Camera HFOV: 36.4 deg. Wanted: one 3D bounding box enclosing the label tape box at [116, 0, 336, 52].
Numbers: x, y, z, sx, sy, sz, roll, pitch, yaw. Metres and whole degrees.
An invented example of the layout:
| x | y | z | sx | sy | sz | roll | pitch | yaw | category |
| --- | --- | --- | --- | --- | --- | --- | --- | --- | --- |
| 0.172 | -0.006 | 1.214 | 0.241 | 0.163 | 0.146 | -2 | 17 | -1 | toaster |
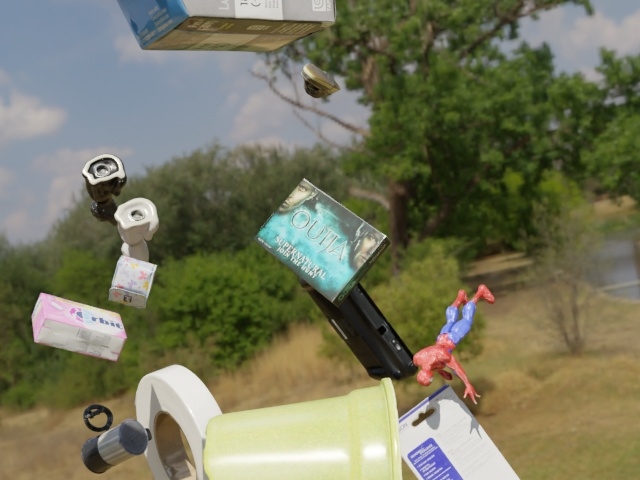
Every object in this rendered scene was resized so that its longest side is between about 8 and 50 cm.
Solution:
| x | y | z | sx | sy | sz | roll | pitch | yaw | category |
| --- | --- | --- | --- | --- | --- | --- | --- | --- | --- |
| -0.180 | -0.348 | 1.426 | 0.333 | 0.106 | 0.240 | -4 | 1 | -26 | label tape box |

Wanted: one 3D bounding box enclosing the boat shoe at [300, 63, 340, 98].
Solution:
| x | y | z | sx | sy | sz | roll | pitch | yaw | category |
| --- | --- | --- | --- | --- | --- | --- | --- | --- | --- |
| -0.005 | -0.285 | 1.790 | 0.049 | 0.056 | 0.152 | -43 | -15 | 13 | boat shoe |

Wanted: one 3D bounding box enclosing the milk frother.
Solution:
| x | y | z | sx | sy | sz | roll | pitch | yaw | category |
| --- | --- | --- | --- | --- | --- | --- | --- | --- | --- |
| -0.464 | 0.426 | 2.181 | 0.134 | 0.143 | 0.129 | -30 | 4 | 29 | milk frother |

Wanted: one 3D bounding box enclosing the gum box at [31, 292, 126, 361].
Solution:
| x | y | z | sx | sy | sz | roll | pitch | yaw | category |
| --- | --- | --- | --- | --- | --- | --- | --- | --- | --- |
| -0.500 | 0.183 | 2.039 | 0.188 | 0.062 | 0.107 | 19 | 18 | -27 | gum box |

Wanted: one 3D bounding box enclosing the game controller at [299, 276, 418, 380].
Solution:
| x | y | z | sx | sy | sz | roll | pitch | yaw | category |
| --- | --- | --- | --- | --- | --- | --- | --- | --- | --- |
| 0.079 | 0.173 | 2.081 | 0.067 | 0.319 | 0.166 | -40 | 11 | -23 | game controller |

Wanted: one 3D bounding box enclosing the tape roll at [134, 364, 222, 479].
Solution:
| x | y | z | sx | sy | sz | roll | pitch | yaw | category |
| --- | --- | --- | --- | --- | --- | --- | --- | --- | --- |
| -0.313 | 0.483 | 2.270 | 0.072 | 0.392 | 0.392 | -17 | 1 | -32 | tape roll |

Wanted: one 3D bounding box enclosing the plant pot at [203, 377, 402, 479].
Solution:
| x | y | z | sx | sy | sz | roll | pitch | yaw | category |
| --- | --- | --- | --- | --- | --- | --- | --- | --- | --- |
| -0.027 | 0.328 | 1.323 | 0.253 | 0.276 | 0.276 | -1 | -2 | -2 | plant pot |

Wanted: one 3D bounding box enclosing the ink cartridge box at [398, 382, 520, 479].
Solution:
| x | y | z | sx | sy | sz | roll | pitch | yaw | category |
| --- | --- | --- | --- | --- | --- | --- | --- | --- | --- |
| 0.279 | 0.453 | 1.934 | 0.165 | 0.333 | 0.065 | -35 | 6 | -1 | ink cartridge box |

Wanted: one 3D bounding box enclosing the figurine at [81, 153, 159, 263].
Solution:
| x | y | z | sx | sy | sz | roll | pitch | yaw | category |
| --- | --- | --- | --- | --- | --- | --- | --- | --- | --- |
| -0.443 | -0.054 | 2.171 | 0.092 | 0.215 | 0.209 | -31 | -18 | -25 | figurine |

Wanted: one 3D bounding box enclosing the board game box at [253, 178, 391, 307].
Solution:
| x | y | z | sx | sy | sz | roll | pitch | yaw | category |
| --- | --- | --- | --- | --- | --- | --- | --- | --- | --- |
| 0.000 | 0.000 | 1.464 | 0.126 | 0.186 | 0.026 | -51 | -34 | -5 | board game box |

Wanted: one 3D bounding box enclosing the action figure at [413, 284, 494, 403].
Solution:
| x | y | z | sx | sy | sz | roll | pitch | yaw | category |
| --- | --- | --- | --- | --- | --- | --- | --- | --- | --- |
| 0.274 | 0.220 | 1.917 | 0.091 | 0.139 | 0.280 | -21 | 15 | 43 | action figure |

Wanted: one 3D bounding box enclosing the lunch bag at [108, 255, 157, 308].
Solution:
| x | y | z | sx | sy | sz | roll | pitch | yaw | category |
| --- | --- | --- | --- | --- | --- | --- | --- | --- | --- |
| -0.339 | 0.079 | 1.754 | 0.071 | 0.083 | 0.053 | 18 | 15 | -7 | lunch bag |
